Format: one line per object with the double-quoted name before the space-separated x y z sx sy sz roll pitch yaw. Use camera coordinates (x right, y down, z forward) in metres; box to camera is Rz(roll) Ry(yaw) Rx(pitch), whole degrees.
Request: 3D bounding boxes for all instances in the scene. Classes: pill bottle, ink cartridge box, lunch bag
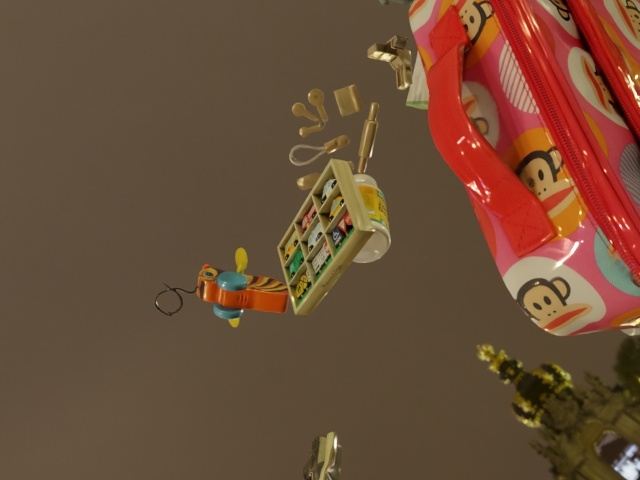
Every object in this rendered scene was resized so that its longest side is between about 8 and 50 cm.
"pill bottle" 0.096 -0.059 1.332 0.118 0.208 0.117 0 -49 0
"ink cartridge box" 0.278 -0.430 1.356 0.056 0.171 0.235 9 -80 -17
"lunch bag" 0.179 -0.082 0.411 0.258 0.293 0.120 -1 -25 -34

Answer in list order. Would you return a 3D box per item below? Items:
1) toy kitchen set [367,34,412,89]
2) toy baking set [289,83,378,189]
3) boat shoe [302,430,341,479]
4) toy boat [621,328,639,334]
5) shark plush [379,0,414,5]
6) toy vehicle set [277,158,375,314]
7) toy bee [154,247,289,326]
"toy kitchen set" 0.147 -0.353 1.143 0.083 0.068 0.075 4 -103 -27
"toy baking set" 0.027 -0.231 1.315 0.030 0.197 0.256 -57 -25 -64
"boat shoe" -0.001 0.505 1.246 0.073 0.223 0.080 -15 -70 15
"toy boat" 0.502 0.064 0.922 0.318 0.148 0.267 -3 -36 -48
"shark plush" 0.121 -0.470 1.058 0.161 0.067 0.073 3 -48 -50
"toy vehicle set" 0.000 0.000 1.086 0.035 0.166 0.267 4 -40 -30
"toy bee" -0.228 0.100 1.382 0.298 0.162 0.195 25 -76 -25
